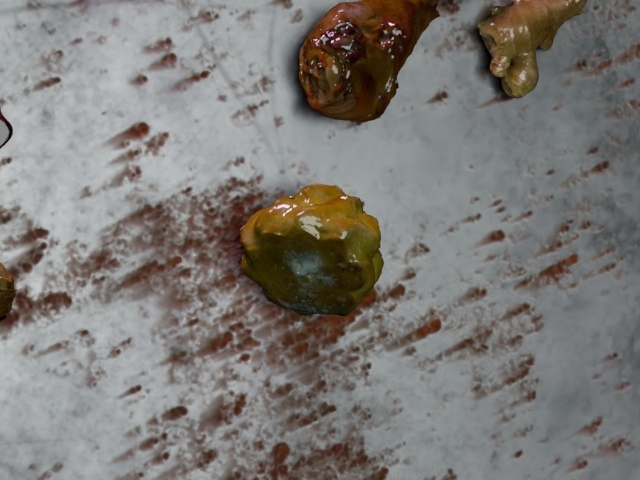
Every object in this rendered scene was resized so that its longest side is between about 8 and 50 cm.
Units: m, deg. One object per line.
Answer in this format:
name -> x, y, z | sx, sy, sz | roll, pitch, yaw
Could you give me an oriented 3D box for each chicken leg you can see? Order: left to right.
chicken leg -> 0.076, -0.215, 1.770 | 0.251, 0.087, 0.107 | -41, 121, -21

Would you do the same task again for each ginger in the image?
ginger -> 0.234, -0.259, 1.834 | 0.176, 0.052, 0.193 | -20, 96, -13

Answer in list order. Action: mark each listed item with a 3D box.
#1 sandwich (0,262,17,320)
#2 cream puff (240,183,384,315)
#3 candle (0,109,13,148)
sandwich -> -0.436, -0.008, 1.523 | 0.249, 0.095, 0.273 | -27, 76, -23
cream puff -> 0.000, 0.000, 1.727 | 0.146, 0.146, 0.116 | 39, 40, -16
candle -> -0.351, -0.061, 1.641 | 0.053, 0.048, 0.162 | 40, 76, 20
